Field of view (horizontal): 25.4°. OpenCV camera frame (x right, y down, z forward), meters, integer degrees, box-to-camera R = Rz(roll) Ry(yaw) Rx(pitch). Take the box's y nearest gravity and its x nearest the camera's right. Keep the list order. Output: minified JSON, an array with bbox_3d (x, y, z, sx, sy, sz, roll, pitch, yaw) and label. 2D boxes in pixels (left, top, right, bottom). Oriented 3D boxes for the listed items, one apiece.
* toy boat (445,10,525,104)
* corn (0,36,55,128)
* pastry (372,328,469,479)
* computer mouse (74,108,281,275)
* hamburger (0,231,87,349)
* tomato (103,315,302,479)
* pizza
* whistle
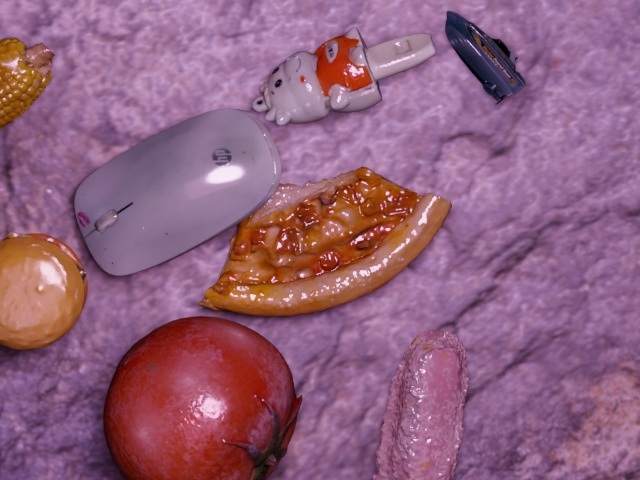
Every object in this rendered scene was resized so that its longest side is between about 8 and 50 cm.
[{"bbox_3d":[0.213,-0.250,1.881,0.060,0.055,0.141,-45,97,-17],"label":"toy boat"},{"bbox_3d":[-0.460,-0.178,1.863,0.261,0.097,0.097,-34,98,7],"label":"corn"},{"bbox_3d":[0.139,0.256,1.933,0.102,0.112,0.265,10,100,-14],"label":"pastry"},{"bbox_3d":[-0.190,-0.067,1.864,0.288,0.097,0.159,-25,82,4],"label":"computer mouse"},{"bbox_3d":[-0.389,0.066,1.890,0.162,0.115,0.162,0,97,-2],"label":"hamburger"},{"bbox_3d":[-0.162,0.227,1.851,0.264,0.265,0.265,0,99,-1],"label":"tomato"},{"bbox_3d":[0.000,0.000,1.906,0.365,0.074,0.182,-16,95,2],"label":"pizza"},{"bbox_3d":[0.028,-0.216,1.857,0.253,0.106,0.102,-17,77,8],"label":"whistle"}]
